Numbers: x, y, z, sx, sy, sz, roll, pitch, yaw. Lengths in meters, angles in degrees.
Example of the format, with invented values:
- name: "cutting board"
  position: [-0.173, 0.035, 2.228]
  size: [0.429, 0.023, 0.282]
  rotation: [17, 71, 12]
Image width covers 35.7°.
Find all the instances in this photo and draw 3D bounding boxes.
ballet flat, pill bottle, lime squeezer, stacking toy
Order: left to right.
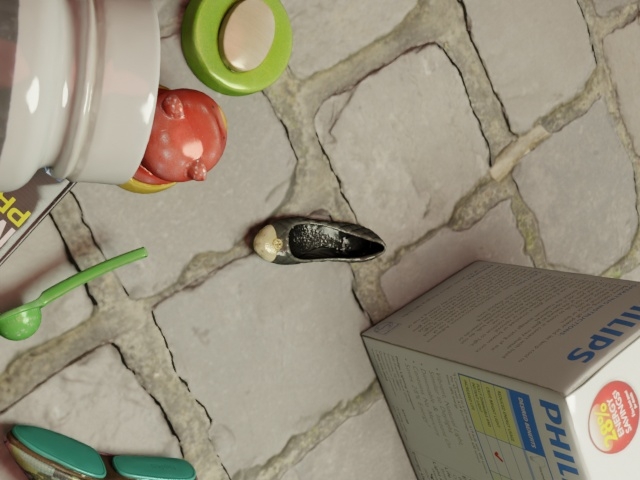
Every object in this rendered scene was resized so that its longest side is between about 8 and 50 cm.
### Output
- name: "pill bottle"
  position: [-0.326, -0.146, 0.792]
  size: [0.360, 0.204, 0.204]
  rotation: [5, 92, -26]
- name: "lime squeezer"
  position: [-0.298, 0.110, 0.982]
  size: [0.109, 0.059, 0.310]
  rotation: [27, 73, 10]
- name: "ballet flat"
  position: [-0.235, 0.256, 1.049]
  size: [0.221, 0.077, 0.079]
  rotation: [20, 103, -32]
- name: "stacking toy"
  position: [-0.146, -0.228, 1.022]
  size: [0.279, 0.130, 0.309]
  rotation: [-40, 113, -23]
- name: "ballet flat"
  position: [0.000, 0.000, 1.179]
  size: [0.173, 0.049, 0.058]
  rotation: [-2, 94, -32]

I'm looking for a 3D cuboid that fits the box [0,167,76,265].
- name: "box"
  position: [-0.384, -0.087, 0.927]
  size: [0.270, 0.060, 0.216]
  rotation: [48, 70, -25]

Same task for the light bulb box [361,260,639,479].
- name: "light bulb box"
  position: [0.284, 0.238, 1.193]
  size: [0.225, 0.361, 0.358]
  rotation: [-31, 110, -26]
